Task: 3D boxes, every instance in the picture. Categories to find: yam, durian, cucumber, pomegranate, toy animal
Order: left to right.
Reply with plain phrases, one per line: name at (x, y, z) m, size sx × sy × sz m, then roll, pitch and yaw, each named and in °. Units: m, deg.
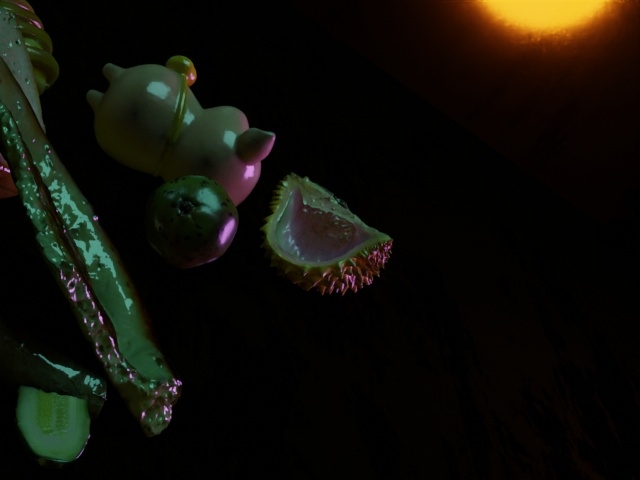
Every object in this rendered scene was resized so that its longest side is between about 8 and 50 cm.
yam at (-0.303, 0.085, 1.531) m, size 0.253 × 0.061 × 0.061 m, roll 33°, pitch 17°, yaw -20°
cucumber at (-0.235, 0.170, 1.489) m, size 0.067 × 0.035 × 0.107 m, roll 15°, pitch 24°, yaw -14°
toy animal at (-0.186, -0.138, 2.211) m, size 0.248 × 0.165 × 0.149 m, roll 34°, pitch 21°, yaw 9°
pomegranate at (-0.153, -0.016, 2.059) m, size 0.114 × 0.114 × 0.142 m, roll 44°, pitch -10°, yaw 18°
durian at (0.002, 0.001, 2.280) m, size 0.182 × 0.132 × 0.165 m, roll 28°, pitch 5°, yaw 4°

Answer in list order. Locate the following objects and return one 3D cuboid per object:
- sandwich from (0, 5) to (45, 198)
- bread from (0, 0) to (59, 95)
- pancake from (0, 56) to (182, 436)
sandwich at (-0.384, -0.159, 1.794) m, size 0.251 × 0.087 × 0.226 m, roll 4°, pitch 74°, yaw -69°
bread at (-0.400, -0.256, 2.208) m, size 0.119 × 0.084 × 0.177 m, roll 19°, pitch 29°, yaw -47°
pancake at (-0.250, -0.027, 1.657) m, size 0.427 × 0.067 × 0.305 m, roll 61°, pitch -5°, yaw 29°
